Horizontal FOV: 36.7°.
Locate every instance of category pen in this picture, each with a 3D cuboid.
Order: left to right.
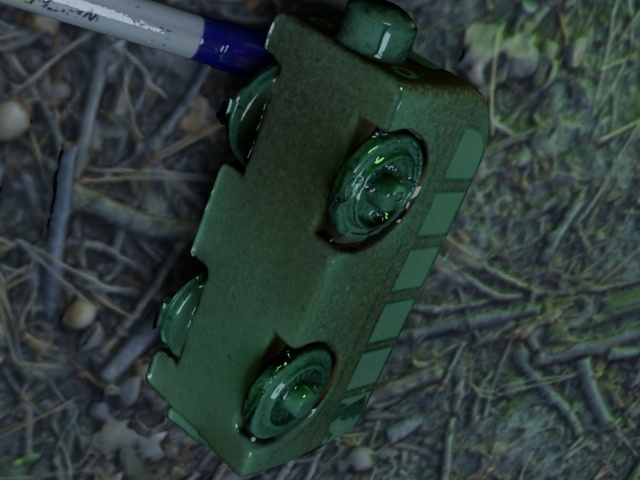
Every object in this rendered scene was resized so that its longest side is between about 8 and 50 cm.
[{"bbox_3d":[-0.143,-0.143,0.576,0.269,0.033,0.033,13,114,-27],"label":"pen"}]

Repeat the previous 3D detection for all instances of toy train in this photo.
[{"bbox_3d":[0.000,0.000,0.640,0.159,0.129,0.326,-8,127,-51],"label":"toy train"}]
